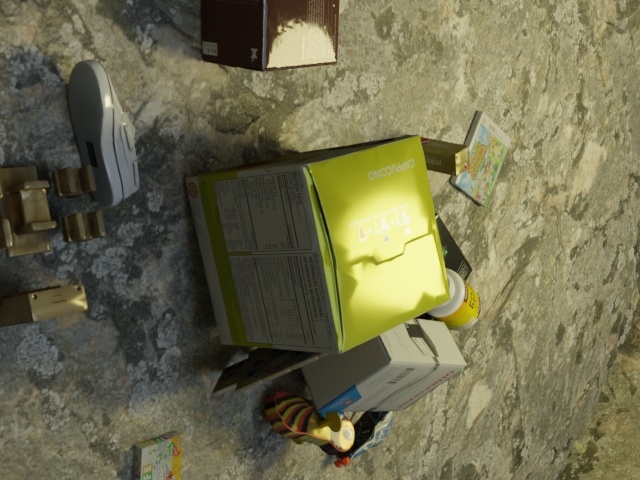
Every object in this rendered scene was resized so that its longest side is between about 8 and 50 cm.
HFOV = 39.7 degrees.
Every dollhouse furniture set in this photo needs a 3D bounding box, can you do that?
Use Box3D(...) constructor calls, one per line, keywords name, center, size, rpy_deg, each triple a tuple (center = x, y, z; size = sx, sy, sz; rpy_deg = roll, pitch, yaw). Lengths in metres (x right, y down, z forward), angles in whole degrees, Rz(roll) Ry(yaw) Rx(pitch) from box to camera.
Box3D(name="dollhouse furniture set", center=(-0.474, 0.008, 1.402), size=(0.212, 0.161, 0.242), rpy_deg=(-10, 89, -47))

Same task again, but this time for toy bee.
Box3D(name="toy bee", center=(0.019, 0.431, 2.022), size=(0.298, 0.195, 0.162), rpy_deg=(1, 66, -12))

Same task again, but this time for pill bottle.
Box3D(name="pill bottle", center=(0.299, 0.136, 2.095), size=(0.215, 0.117, 0.117), rpy_deg=(36, 76, -59))

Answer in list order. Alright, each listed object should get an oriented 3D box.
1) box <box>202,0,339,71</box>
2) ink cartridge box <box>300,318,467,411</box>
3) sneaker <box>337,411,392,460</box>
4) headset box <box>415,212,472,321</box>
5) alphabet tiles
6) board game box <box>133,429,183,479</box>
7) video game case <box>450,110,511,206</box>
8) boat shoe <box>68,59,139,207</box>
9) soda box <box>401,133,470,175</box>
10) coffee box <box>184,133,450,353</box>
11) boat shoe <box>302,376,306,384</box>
Box3D(name="box", center=(-0.089, -0.410, 1.635), size=(0.203, 0.168, 0.167), rpy_deg=(-17, 117, -46))
Box3D(name="ink cartridge box", center=(0.143, 0.278, 1.978), size=(0.223, 0.129, 0.307), rpy_deg=(-40, 149, 27))
Box3D(name="sneaker", center=(0.123, 0.508, 2.284), size=(0.211, 0.080, 0.081), rpy_deg=(-35, 125, -35))
Box3D(name="headset box", center=(0.228, 0.082, 2.212), size=(0.246, 0.131, 0.283), rpy_deg=(-58, 138, -16))
Box3D(name="alphabet tiles", center=(-0.052, 0.219, 1.783), size=(0.342, 0.285, 0.011), rpy_deg=(-24, 96, 4))
Box3D(name="board game box", center=(-0.329, 0.471, 1.788), size=(0.103, 0.026, 0.154), rpy_deg=(-11, 112, -47))
Box3D(name="video game case", center=(0.444, -0.221, 2.437), size=(0.193, 0.023, 0.212), rpy_deg=(28, 82, -50))
Box3D(name="boat shoe", center=(-0.355, -0.184, 1.483), size=(0.084, 0.095, 0.258), rpy_deg=(-34, 138, -42))
Box3D(name="soda box", center=(0.264, -0.204, 2.110), size=(0.061, 0.181, 0.058), rpy_deg=(-31, 125, -40))
Box3D(name="coffee box", center=(0.000, 0.000, 1.699), size=(0.337, 0.334, 0.338), rpy_deg=(-19, 102, -44))
Box3D(name="boat shoe", center=(0.075, 0.323, 2.147), size=(0.277, 0.098, 0.096), rpy_deg=(18, 90, -49))
